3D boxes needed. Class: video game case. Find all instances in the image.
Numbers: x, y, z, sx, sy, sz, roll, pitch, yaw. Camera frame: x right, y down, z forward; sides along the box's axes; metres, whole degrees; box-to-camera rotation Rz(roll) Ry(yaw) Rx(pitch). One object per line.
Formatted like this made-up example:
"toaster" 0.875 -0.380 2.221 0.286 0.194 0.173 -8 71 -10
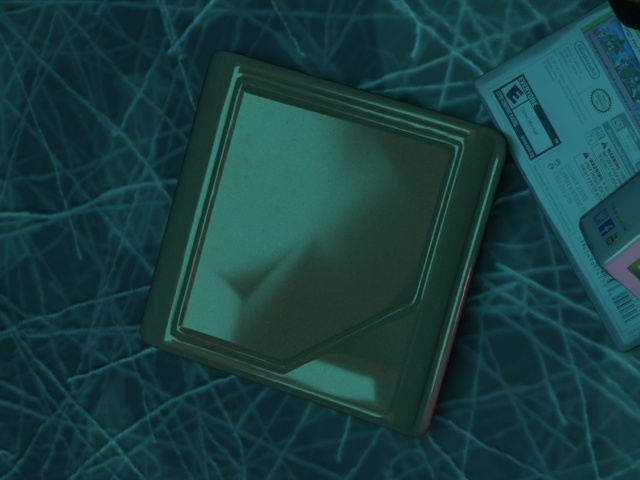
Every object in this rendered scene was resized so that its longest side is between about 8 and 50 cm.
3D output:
"video game case" 0.233 -0.062 1.248 0.193 0.023 0.212 -30 81 18

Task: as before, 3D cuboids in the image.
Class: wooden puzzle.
"wooden puzzle" 0.000 0.000 1.325 0.239 0.044 0.221 18 98 22

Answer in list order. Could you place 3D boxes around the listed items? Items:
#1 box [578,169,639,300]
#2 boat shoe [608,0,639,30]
"box" 0.346 -0.034 1.107 0.322 0.058 0.232 -39 123 17
"boat shoe" 0.224 -0.167 1.102 0.123 0.342 0.123 34 111 -18
